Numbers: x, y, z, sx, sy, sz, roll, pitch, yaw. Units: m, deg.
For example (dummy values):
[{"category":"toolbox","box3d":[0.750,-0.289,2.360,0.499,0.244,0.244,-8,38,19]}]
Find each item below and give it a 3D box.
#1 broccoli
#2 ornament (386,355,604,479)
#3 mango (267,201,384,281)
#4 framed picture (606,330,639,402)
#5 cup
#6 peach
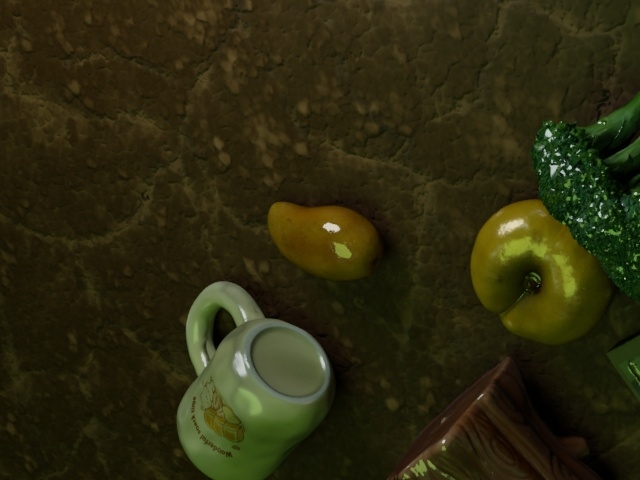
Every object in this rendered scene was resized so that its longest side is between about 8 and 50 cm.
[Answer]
[{"category":"broccoli","box3d":[0.358,-0.053,1.602,0.261,0.242,0.269,25,165,-17]},{"category":"ornament","box3d":[0.232,0.297,1.900,0.217,0.221,0.235,45,173,2]},{"category":"mango","box3d":[0.000,0.000,1.973,0.184,0.085,0.102,14,121,36]},{"category":"framed picture","box3d":[0.551,0.172,1.650,0.326,0.028,0.446,54,140,3]},{"category":"cup","box3d":[-0.090,0.187,2.119,0.173,0.255,0.202,15,137,-23]},{"category":"peach","box3d":[0.258,0.039,1.792,0.179,0.103,0.179,20,127,29]}]
